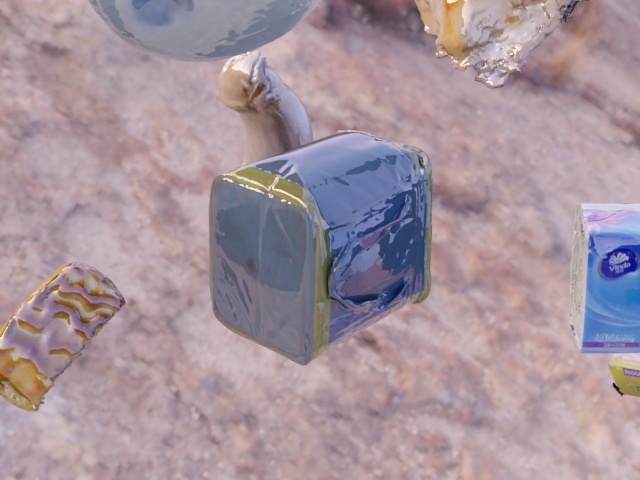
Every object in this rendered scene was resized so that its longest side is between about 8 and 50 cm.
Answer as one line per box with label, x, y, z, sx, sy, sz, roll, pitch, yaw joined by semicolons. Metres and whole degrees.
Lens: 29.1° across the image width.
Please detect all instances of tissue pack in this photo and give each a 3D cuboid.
tissue pack;0.490;0.055;1.736;0.263;0.198;0.146;1;21;4

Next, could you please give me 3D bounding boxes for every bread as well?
bread;-0.318;0.110;1.470;0.096;0.181;0.222;42;-11;-5

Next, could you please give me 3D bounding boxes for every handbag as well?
handbag;0.000;0.000;1.596;0.222;0.263;0.241;17;28;37

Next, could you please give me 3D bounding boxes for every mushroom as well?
mushroom;-0.094;-0.154;2.131;0.177;0.397;0.126;0;43;-8

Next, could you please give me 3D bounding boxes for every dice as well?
dice;-0.141;-0.387;1.424;0.265;0.262;0.268;51;28;-53

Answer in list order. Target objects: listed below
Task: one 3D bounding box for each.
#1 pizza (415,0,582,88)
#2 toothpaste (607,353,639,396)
pizza;0.184;-0.404;1.268;0.392;0.435;0.080;40;-5;37
toothpaste;0.621;0.138;2.103;0.110;0.327;0.077;4;-47;51
